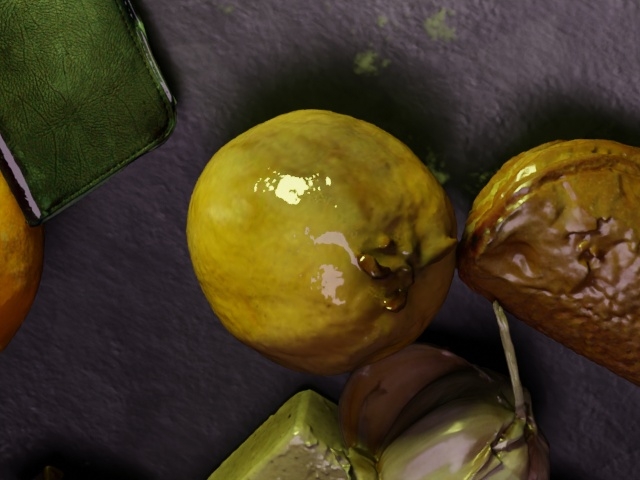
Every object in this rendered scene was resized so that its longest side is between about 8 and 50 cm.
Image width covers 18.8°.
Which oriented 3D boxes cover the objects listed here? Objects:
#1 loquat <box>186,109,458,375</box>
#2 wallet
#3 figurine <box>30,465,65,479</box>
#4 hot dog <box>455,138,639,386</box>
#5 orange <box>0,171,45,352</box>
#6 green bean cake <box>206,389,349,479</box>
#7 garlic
[{"bbox_3d":[0.000,0.000,1.609,0.238,0.193,0.238,26,127,39],"label":"loquat"},{"bbox_3d":[-0.238,-0.187,1.564,0.172,0.045,0.318,-35,115,-21],"label":"wallet"},{"bbox_3d":[-0.204,0.319,1.860,0.263,0.189,0.142,22,142,2],"label":"figurine"},{"bbox_3d":[0.249,0.025,1.631,0.272,0.122,0.196,27,124,-13],"label":"hot dog"},{"bbox_3d":[-0.378,0.002,1.652,0.283,0.226,0.284,3,117,7],"label":"orange"},{"bbox_3d":[-0.029,0.234,1.825,0.109,0.085,0.179,37,119,-15],"label":"green bean cake"},{"bbox_3d":[0.100,0.174,1.681,0.207,0.207,0.257,10,146,3],"label":"garlic"}]
